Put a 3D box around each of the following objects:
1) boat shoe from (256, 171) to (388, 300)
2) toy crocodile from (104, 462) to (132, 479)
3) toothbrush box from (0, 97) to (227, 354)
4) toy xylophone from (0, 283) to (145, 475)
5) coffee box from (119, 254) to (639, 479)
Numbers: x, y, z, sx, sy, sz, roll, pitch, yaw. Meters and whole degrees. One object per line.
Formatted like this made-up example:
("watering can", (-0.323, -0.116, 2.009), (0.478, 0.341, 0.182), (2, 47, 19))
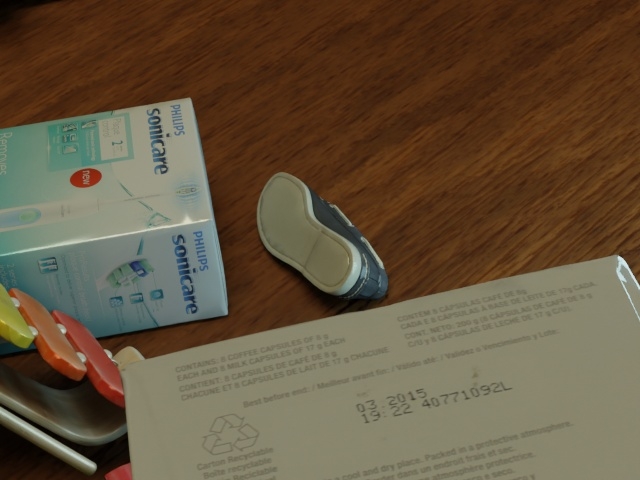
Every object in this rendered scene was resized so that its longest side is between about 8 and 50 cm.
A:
("boat shoe", (0.000, 0.000, 1.458), (0.065, 0.075, 0.206), (22, 15, -37))
("toy crocodile", (-0.125, 0.212, 1.164), (0.340, 0.105, 0.115), (-27, 43, -24))
("toothbrush box", (-0.252, -0.013, 1.443), (0.296, 0.126, 0.216), (-9, 39, -4))
("toy xylophone", (-0.268, 0.083, 1.213), (0.081, 0.323, 0.236), (-55, 36, 0))
("coffee box", (0.082, 0.267, 0.885), (0.338, 0.334, 0.338), (-12, 38, -5))
